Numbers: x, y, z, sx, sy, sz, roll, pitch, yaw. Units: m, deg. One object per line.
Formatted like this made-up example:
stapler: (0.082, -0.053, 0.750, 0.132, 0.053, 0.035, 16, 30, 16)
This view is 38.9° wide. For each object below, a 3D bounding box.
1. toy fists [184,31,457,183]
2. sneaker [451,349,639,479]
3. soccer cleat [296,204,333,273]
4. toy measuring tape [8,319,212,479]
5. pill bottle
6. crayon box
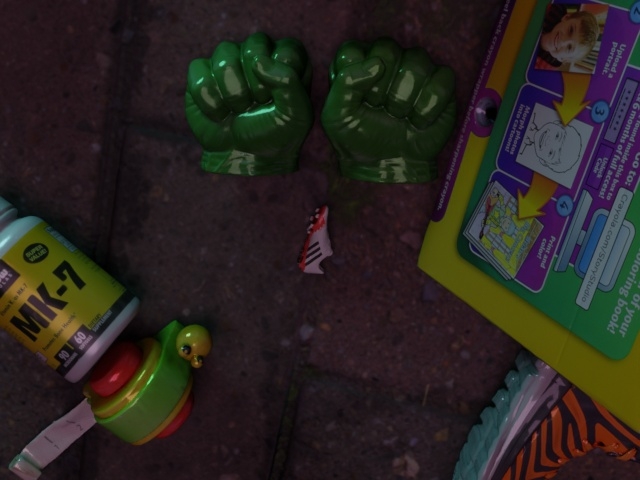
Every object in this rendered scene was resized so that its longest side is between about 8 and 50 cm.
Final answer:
toy fists: (-0.002, -0.136, 0.922, 0.279, 0.096, 0.142, 3, 107, 7)
sneaker: (0.270, 0.227, 0.990, 0.180, 0.124, 0.321, 26, 108, -1)
soccer cleat: (0.000, 0.000, 1.001, 0.035, 0.029, 0.083, 16, 112, -8)
toy measuring tape: (-0.249, 0.209, 1.042, 0.330, 0.121, 0.121, -39, 99, 15)
pill bottle: (-0.314, 0.050, 1.002, 0.208, 0.119, 0.119, 40, 107, -7)
crayon box: (0.264, -0.070, 0.804, 0.106, 0.313, 0.363, 3, 113, -35)
